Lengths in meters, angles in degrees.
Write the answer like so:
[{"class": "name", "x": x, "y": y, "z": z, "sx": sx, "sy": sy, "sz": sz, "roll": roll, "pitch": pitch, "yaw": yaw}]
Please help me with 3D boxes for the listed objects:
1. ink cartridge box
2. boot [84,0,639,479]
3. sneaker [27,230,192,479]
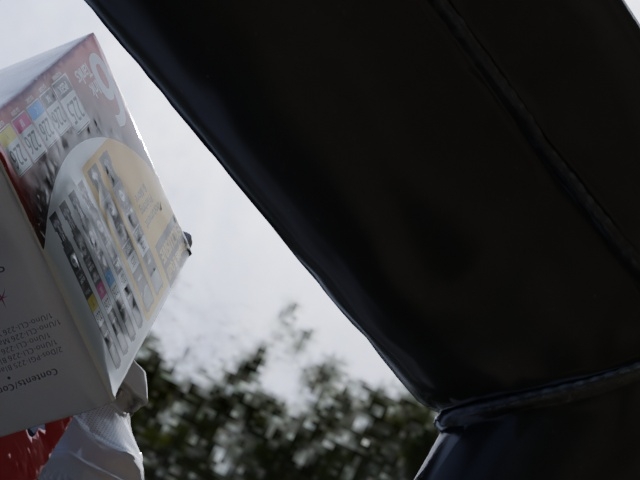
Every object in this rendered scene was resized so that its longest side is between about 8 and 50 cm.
[{"class": "ink cartridge box", "x": -0.200, "y": 0.020, "z": 1.190, "sx": 0.309, "sy": 0.130, "sz": 0.272, "roll": -74, "pitch": -38, "yaw": -70}, {"class": "boot", "x": 0.001, "y": -0.001, "z": 0.677, "sx": 0.367, "sy": 0.445, "sz": 0.146, "roll": -33, "pitch": 0, "yaw": -26}, {"class": "sneaker", "x": -0.207, "y": 0.073, "z": 1.459, "sx": 0.137, "sy": 0.366, "sz": 0.210, "roll": 33, "pitch": -79, "yaw": -40}]
